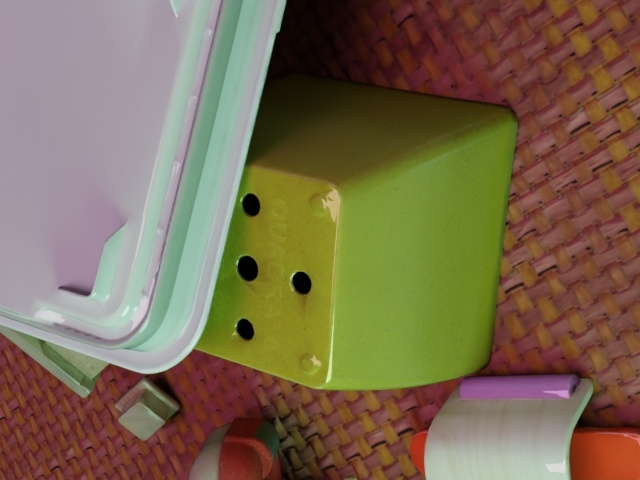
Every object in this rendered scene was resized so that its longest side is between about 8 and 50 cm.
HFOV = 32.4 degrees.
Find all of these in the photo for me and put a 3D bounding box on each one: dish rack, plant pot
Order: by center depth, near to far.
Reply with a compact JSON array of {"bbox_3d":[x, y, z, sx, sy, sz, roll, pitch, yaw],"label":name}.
[{"bbox_3d":[-0.176,-0.094,0.770,0.285,0.072,0.333,13,90,32],"label":"dish rack"},{"bbox_3d":[0.000,0.000,0.817,0.212,0.187,0.212,14,109,32],"label":"plant pot"}]

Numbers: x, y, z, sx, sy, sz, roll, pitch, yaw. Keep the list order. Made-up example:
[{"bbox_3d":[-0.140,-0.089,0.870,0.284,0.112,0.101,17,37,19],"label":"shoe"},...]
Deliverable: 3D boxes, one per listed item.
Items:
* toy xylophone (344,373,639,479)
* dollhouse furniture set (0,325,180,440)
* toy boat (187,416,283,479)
[{"bbox_3d":[0.142,0.259,0.848,0.236,0.081,0.323,2,103,34],"label":"toy xylophone"},{"bbox_3d":[-0.179,-0.046,1.021,0.303,0.174,0.355,-40,108,22],"label":"dollhouse furniture set"},{"bbox_3d":[-0.022,0.266,0.947,0.151,0.151,0.231,-8,98,6],"label":"toy boat"}]
